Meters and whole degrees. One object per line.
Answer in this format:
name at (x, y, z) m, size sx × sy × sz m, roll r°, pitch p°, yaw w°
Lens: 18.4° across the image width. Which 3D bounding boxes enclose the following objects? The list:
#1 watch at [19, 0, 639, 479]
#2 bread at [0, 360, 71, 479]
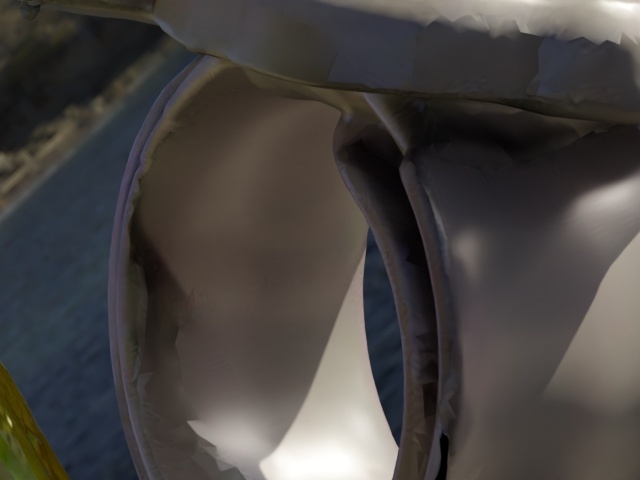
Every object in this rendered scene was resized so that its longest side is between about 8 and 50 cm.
watch at (0.000, 0.000, 0.617) m, size 0.211 × 0.217 × 0.248 m, roll -1°, pitch 17°, yaw -36°
bread at (-0.172, 0.068, 0.413) m, size 0.251 × 0.376 × 0.208 m, roll -29°, pitch -12°, yaw -49°
